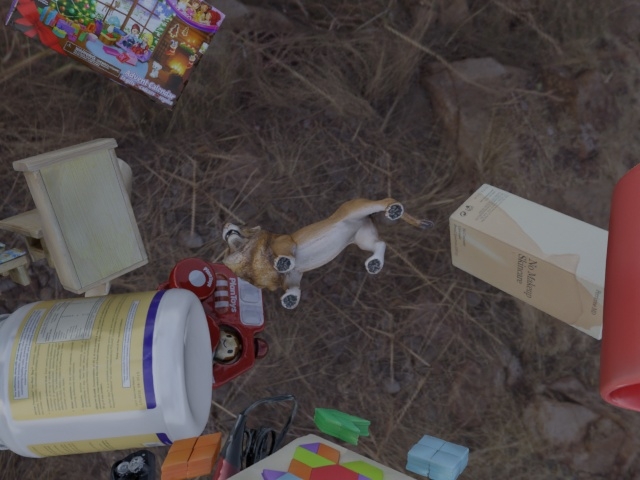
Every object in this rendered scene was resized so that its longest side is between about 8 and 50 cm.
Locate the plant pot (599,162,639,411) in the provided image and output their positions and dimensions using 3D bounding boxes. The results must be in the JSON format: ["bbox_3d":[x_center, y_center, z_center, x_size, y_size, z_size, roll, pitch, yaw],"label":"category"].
[{"bbox_3d":[0.425,0.042,0.578,0.275,0.275,0.243,16,64,-25],"label":"plant pot"}]

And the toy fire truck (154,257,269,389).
[{"bbox_3d":[-0.235,0.183,1.268,0.253,0.169,0.302,8,59,-32],"label":"toy fire truck"}]

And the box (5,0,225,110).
[{"bbox_3d":[-0.336,-0.377,0.942,0.293,0.057,0.201,23,107,-38],"label":"box"}]

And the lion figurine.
[{"bbox_3d":[0.000,0.000,1.084,0.392,0.240,0.142,-17,110,-4],"label":"lion figurine"}]

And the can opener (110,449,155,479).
[{"bbox_3d":[-0.226,0.332,0.676,0.059,0.186,0.073,-17,116,-8],"label":"can opener"}]

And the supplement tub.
[{"bbox_3d":[-0.355,0.207,0.879,0.331,0.241,0.241,-5,83,0],"label":"supplement tub"}]

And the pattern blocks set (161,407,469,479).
[{"bbox_3d":[-0.014,0.206,0.433,0.325,0.285,0.026,-15,111,-67],"label":"pattern blocks set"}]

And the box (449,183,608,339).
[{"bbox_3d":[0.401,0.030,1.026,0.121,0.311,0.148,-40,137,-23],"label":"box"}]

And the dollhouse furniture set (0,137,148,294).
[{"bbox_3d":[-0.352,-0.042,0.735,0.212,0.242,0.161,-30,118,-42],"label":"dollhouse furniture set"}]

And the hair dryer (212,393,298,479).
[{"bbox_3d":[-0.121,0.319,0.609,0.293,0.080,0.224,-30,105,-31],"label":"hair dryer"}]

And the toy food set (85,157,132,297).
[{"bbox_3d":[-0.551,-0.028,1.409,0.092,0.306,0.220,11,43,-11],"label":"toy food set"}]
